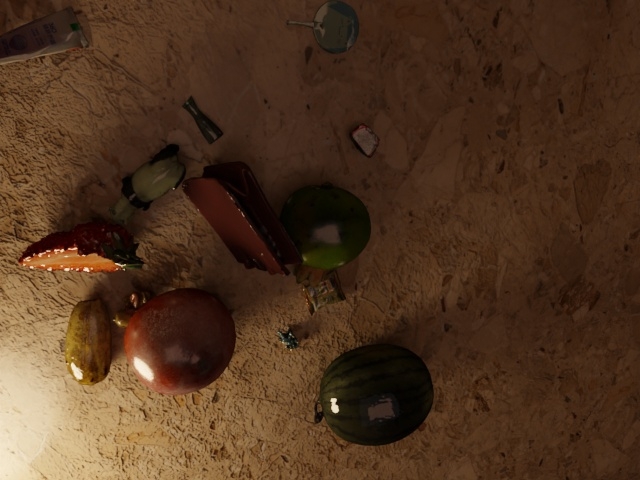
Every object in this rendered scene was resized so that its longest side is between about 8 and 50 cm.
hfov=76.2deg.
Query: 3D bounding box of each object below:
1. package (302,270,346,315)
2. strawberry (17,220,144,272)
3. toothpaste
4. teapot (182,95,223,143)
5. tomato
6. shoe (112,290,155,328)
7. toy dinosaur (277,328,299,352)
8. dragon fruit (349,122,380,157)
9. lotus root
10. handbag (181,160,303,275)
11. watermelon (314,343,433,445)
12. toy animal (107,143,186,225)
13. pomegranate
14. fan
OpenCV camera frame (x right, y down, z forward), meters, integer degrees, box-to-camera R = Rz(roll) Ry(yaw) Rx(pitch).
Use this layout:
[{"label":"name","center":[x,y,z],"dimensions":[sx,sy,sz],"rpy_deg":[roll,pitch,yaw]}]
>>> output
[{"label":"package","center":[0.009,0.152,1.193],"dimensions":[0.121,0.031,0.108],"rpy_deg":[-22,114,-10]},{"label":"strawberry","center":[-0.548,0.011,0.950],"dimensions":[0.286,0.188,0.106],"rpy_deg":[0,71,2]},{"label":"toothpaste","center":[-0.639,-0.390,0.831],"dimensions":[0.301,0.048,0.075],"rpy_deg":[-24,86,-11]},{"label":"teapot","center":[-0.279,-0.283,0.960],"dimensions":[0.043,0.043,0.111],"rpy_deg":[-36,109,2]},{"label":"tomato","center":[-0.340,0.256,1.028],"dimensions":[0.270,0.227,0.270],"rpy_deg":[-15,115,-36]},{"label":"shoe","center":[-0.489,0.176,1.066],"dimensions":[0.109,0.072,0.069],"rpy_deg":[-36,152,6]},{"label":"toy dinosaur","center":[-0.096,0.299,1.222],"dimensions":[0.047,0.030,0.083],"rpy_deg":[-32,113,-2]},{"label":"dragon fruit","center":[0.114,-0.259,1.047],"dimensions":[0.056,0.060,0.083],"rpy_deg":[-44,103,4]},{"label":"lotus root","center":[-0.605,0.271,1.061],"dimensions":[0.110,0.097,0.258],"rpy_deg":[3,106,-11]},{"label":"handbag","center":[-0.183,-0.047,0.953],"dimensions":[0.084,0.260,0.275],"rpy_deg":[-43,119,-27]},{"label":"watermelon","center":[0.151,0.452,1.204],"dimensions":[0.359,0.279,0.279],"rpy_deg":[-8,112,-4]},{"label":"toy animal","center":[-0.401,-0.123,0.945],"dimensions":[0.225,0.121,0.094],"rpy_deg":[-36,114,3]},{"label":"pomegranate","center":[0.000,0.000,1.043],"dimensions":[0.236,0.236,0.302],"rpy_deg":[6,121,-15]},{"label":"fan","center":[0.007,-0.504,0.960],"dimensions":[0.175,0.005,0.113],"rpy_deg":[0,110,-13]}]
